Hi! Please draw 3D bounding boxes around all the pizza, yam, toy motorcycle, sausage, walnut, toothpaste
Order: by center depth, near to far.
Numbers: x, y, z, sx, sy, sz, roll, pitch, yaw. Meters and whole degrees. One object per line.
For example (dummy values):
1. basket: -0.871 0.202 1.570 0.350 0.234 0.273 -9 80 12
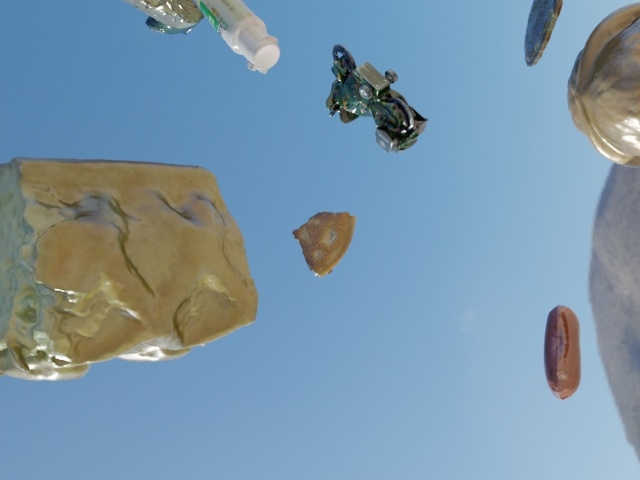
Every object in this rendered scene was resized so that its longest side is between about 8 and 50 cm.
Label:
1. toothpaste: -0.146 -0.326 1.000 0.056 0.058 0.314 0 -139 -45
2. walnut: 0.566 -0.264 1.303 0.296 0.285 0.285 -122 16 -76
3. yam: -0.332 -0.508 1.423 0.254 0.154 0.154 25 -117 -51
4. sausage: 0.472 0.216 1.491 0.077 0.077 0.194 50 -141 -42
5. toy motorcycle: 0.110 -0.287 1.631 0.125 0.274 0.187 -33 -26 -18
6. pizza: 0.000 0.000 1.985 0.062 0.161 0.182 17 -90 -71

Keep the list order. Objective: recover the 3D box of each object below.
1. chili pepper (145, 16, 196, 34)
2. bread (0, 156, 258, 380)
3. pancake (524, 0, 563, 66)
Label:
1. chili pepper: -0.301 -0.588 1.843 0.264 0.148 0.116 -46 -57 4
2. bread: -0.201 0.024 0.715 0.252 0.239 0.196 2 -96 -43
3. pancake: 0.397 -0.407 1.358 0.199 0.021 0.199 -168 90 -90
